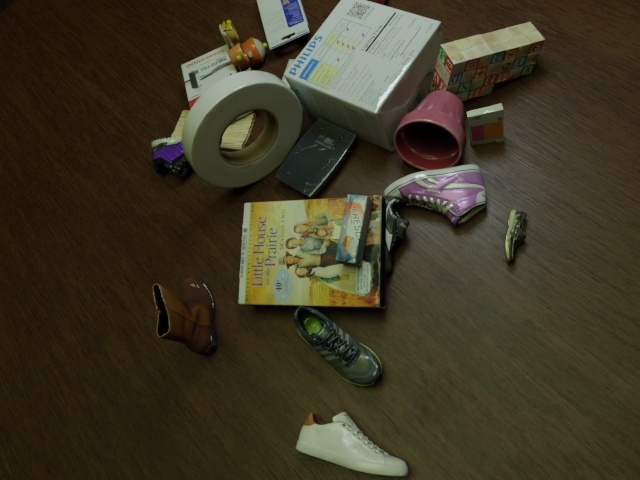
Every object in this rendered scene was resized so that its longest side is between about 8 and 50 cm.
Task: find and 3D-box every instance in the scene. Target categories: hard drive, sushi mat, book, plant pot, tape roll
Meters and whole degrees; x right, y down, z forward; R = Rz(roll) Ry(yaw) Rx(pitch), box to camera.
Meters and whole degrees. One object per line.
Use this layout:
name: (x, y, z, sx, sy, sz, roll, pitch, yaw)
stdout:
hard drive: (-0.012, -0.261, 1.739, 0.172, 0.054, 0.254, 31, 79, 28)
sushi mat: (-0.391, -0.402, 1.955, 0.317, 0.019, 0.151, 8, 68, 22)
book: (0.473, -0.328, 1.551, 0.096, 0.144, 0.035, -10, 64, 14)
plant pot: (0.336, -0.332, 1.586, 0.201, 0.201, 0.180, 12, 55, 23)
tape roll: (-0.231, -0.330, 1.657, 0.392, 0.392, 0.072, -40, 61, -1)

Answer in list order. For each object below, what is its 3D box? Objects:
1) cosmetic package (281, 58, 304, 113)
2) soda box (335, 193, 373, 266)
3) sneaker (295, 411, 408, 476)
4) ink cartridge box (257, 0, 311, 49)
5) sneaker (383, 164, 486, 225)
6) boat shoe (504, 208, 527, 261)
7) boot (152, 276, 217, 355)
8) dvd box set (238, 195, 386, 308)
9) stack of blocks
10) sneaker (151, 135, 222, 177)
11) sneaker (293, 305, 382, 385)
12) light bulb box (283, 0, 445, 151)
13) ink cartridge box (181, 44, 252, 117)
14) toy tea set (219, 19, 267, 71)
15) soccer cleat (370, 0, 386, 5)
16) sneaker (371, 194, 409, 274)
cosmetic package: (-0.092, -0.517, 1.881, 0.099, 0.060, 0.239, 9, 70, 21)
soda box: (0.090, -0.027, 1.425, 0.058, 0.063, 0.183, 7, 83, 22)
sneaker: (0.081, 0.494, 1.333, 0.290, 0.106, 0.123, 9, 72, 24)
ink cartridge box: (-0.138, -0.843, 2.044, 0.165, 0.065, 0.332, -19, 61, 10)
sneaker: (0.325, -0.112, 1.532, 0.282, 0.102, 0.161, -12, 67, 15)
boat shoe: (0.522, -0.015, 1.442, 0.049, 0.056, 0.152, 3, 68, 26)
boot: (-0.405, 0.184, 1.541, 0.096, 0.280, 0.264, -17, 62, 11)
dvd box set: (-0.026, 0.034, 1.525, 0.421, 0.062, 0.307, -1, 80, 21)
stack of blocks: (0.492, -0.523, 1.616, 0.297, 0.171, 0.087, -17, 61, -9)
sneaker: (-0.464, -0.290, 1.883, 0.293, 0.102, 0.146, -7, 75, 28)
sneaker: (0.033, 0.278, 1.439, 0.300, 0.121, 0.111, 32, 80, 28)
light bulb box: (0.150, -0.530, 1.708, 0.361, 0.225, 0.358, 30, 80, 29)
ink cartridge box: (-0.374, -0.550, 1.949, 0.197, 0.114, 0.272, -23, 56, 6)
toy tea set: (-0.237, -0.633, 1.908, 0.124, 0.200, 0.336, -25, 64, 9)
soccer cleat: (0.143, -0.929, 1.967, 0.248, 0.095, 0.083, 36, 82, 28)
sneaker: (0.198, -0.022, 1.520, 0.106, 0.078, 0.234, -8, 77, 28)
